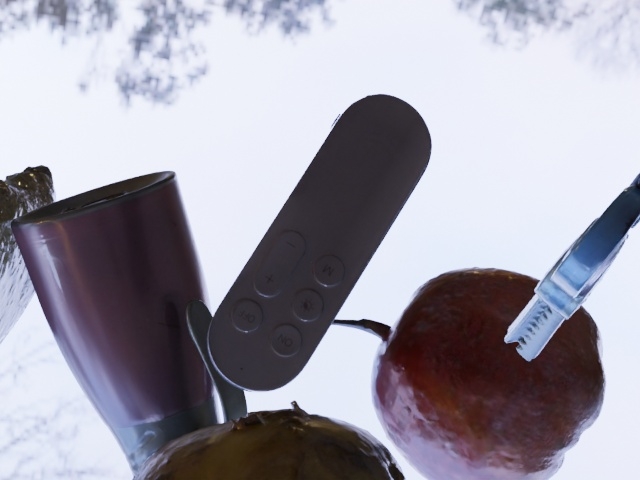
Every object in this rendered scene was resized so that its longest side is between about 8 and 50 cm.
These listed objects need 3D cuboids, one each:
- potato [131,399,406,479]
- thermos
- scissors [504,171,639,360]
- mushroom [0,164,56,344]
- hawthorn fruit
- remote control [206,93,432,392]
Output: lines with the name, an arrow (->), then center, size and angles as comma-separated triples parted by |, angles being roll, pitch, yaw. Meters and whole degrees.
potato -> -0.029, 0.147, 0.612 | 0.137, 0.176, 0.137 | 14, -138, -13
thermos -> -0.146, 0.085, 1.198 | 0.146, 0.265, 0.176 | -25, -169, -40
scissors -> 0.161, 0.018, 0.871 | 0.030, 0.256, 0.125 | 40, -114, 9
mushroom -> -0.334, 0.031, 1.322 | 0.217, 0.292, 0.212 | 11, -176, -41
hawthorn fruit -> 0.163, 0.133, 1.390 | 0.263, 0.235, 0.231 | 44, -173, -33
remote control -> 0.000, 0.000, 1.018 | 0.077, 0.022, 0.245 | 33, -103, -3
